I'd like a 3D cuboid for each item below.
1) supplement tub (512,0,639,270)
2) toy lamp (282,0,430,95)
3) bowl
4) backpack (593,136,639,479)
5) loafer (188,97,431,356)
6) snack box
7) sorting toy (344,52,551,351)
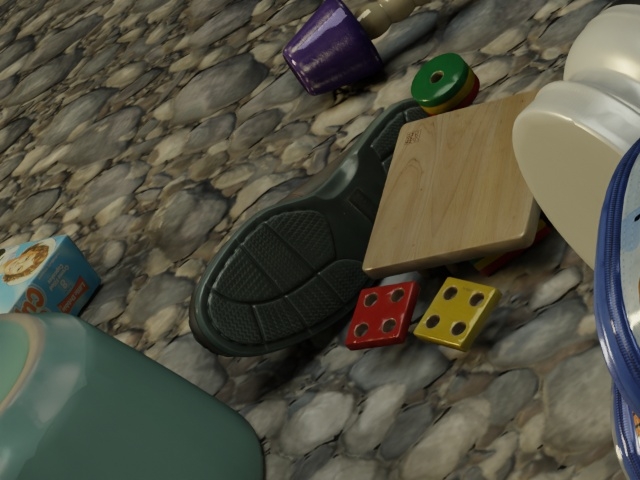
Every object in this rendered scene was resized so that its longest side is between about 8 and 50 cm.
[{"bbox_3d":[0.264,-0.096,1.146,0.272,0.191,0.191,-42,26,-14],"label":"supplement tub"},{"bbox_3d":[0.092,-0.218,1.702,0.274,0.080,0.080,-33,25,-1],"label":"toy lamp"},{"bbox_3d":[-0.209,0.164,1.313,0.311,0.163,0.311,-28,26,15],"label":"bowl"},{"bbox_3d":[0.243,0.037,0.865,0.213,0.263,0.276,-38,20,34],"label":"backpack"},{"bbox_3d":[0.000,0.000,1.446,0.267,0.096,0.084,-42,6,-29],"label":"loafer"},{"bbox_3d":[-0.332,0.131,1.633,0.187,0.060,0.322,-10,35,41],"label":"snack box"},{"bbox_3d":[0.105,-0.023,1.365,0.132,0.046,0.275,-13,46,36],"label":"sorting toy"}]
